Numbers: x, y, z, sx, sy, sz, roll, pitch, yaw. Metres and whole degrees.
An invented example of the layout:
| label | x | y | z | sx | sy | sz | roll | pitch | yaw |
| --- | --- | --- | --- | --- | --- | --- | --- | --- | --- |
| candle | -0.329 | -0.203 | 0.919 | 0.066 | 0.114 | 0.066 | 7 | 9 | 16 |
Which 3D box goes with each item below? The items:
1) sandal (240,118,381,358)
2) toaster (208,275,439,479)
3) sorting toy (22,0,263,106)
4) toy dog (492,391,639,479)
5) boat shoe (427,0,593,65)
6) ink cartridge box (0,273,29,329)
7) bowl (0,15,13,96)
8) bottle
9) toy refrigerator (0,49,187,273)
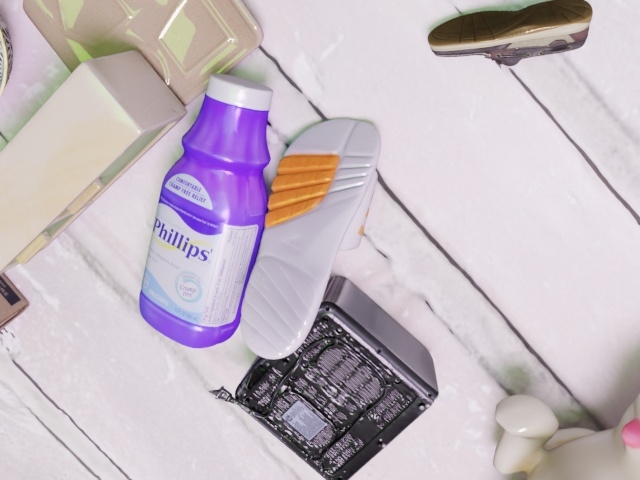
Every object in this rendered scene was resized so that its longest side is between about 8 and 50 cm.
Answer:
| label | x | y | z | sx | sy | sz | roll | pitch | yaw |
| --- | --- | --- | --- | --- | --- | --- | --- | --- | --- |
| sandal | -0.010 | -0.002 | 0.735 | 0.102 | 0.076 | 0.265 | 15 | 76 | 23 |
| toaster | 0.010 | 0.149 | 0.778 | 0.186 | 0.110 | 0.168 | 41 | 108 | -4 |
| sorting toy | -0.187 | -0.231 | 0.744 | 0.208 | 0.038 | 0.193 | -34 | 98 | 22 |
| toy dog | 0.320 | 0.315 | 0.689 | 0.395 | 0.284 | 0.408 | 33 | 107 | -1 |
| boat shoe | 0.181 | -0.192 | 0.681 | 0.152 | 0.056 | 0.049 | -4 | 138 | 16 |
| ink cartridge box | -0.510 | 0.082 | 0.859 | 0.235 | 0.088 | 0.193 | -35 | 99 | 16 |
| bowl | -0.395 | -0.209 | 0.755 | 0.170 | 0.080 | 0.170 | 3 | 112 | 7 |
| bottle | -0.115 | -0.030 | 0.750 | 0.118 | 0.092 | 0.282 | 27 | 111 | 28 |
| toy refrigerator | -0.271 | -0.074 | 0.748 | 0.269 | 0.102 | 0.094 | -36 | 97 | 25 |
